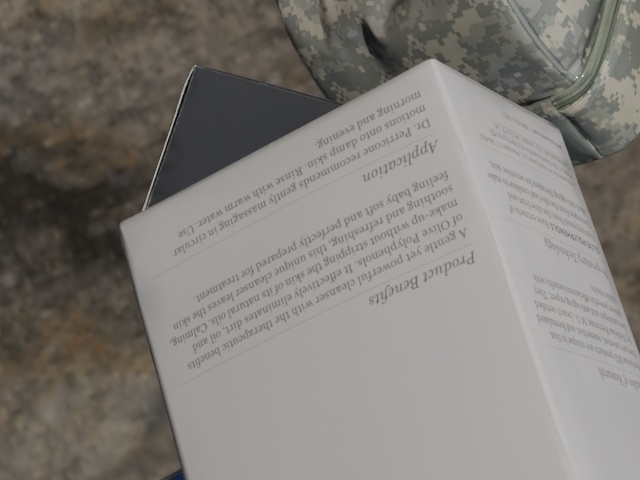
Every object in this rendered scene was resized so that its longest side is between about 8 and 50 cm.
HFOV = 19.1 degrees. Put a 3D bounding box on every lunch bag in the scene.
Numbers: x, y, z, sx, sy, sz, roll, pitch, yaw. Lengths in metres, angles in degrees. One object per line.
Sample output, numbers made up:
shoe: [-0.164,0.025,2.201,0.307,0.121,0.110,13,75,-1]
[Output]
lunch bag: [0.134,-0.201,1.698,0.305,0.212,0.256,-8,143,46]

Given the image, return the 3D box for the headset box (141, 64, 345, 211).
headset box: [0.000,0.000,1.469,0.246,0.131,0.283,15,160,5]

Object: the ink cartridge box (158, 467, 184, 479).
ink cartridge box: [-0.095,0.323,1.319,0.395,0.285,0.166,-30,172,21]

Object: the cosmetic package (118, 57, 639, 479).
cosmetic package: [0.058,0.128,0.884,0.197,0.365,0.155,-25,159,24]
